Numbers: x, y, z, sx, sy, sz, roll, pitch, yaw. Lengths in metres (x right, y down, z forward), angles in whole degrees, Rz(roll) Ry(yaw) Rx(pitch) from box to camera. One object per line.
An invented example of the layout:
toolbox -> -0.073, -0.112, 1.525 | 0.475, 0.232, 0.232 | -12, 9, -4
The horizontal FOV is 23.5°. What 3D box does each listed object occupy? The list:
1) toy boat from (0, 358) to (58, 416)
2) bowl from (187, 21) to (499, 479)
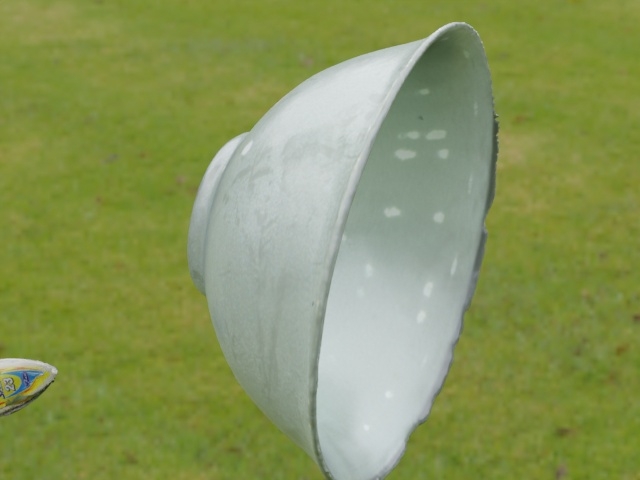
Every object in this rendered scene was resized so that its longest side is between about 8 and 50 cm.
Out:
toy boat -> -0.333, 0.143, 1.410 | 0.210, 0.084, 0.066 | -15, 1, -37
bowl -> 0.000, 0.000, 1.019 | 0.146, 0.313, 0.313 | 12, 25, 20
